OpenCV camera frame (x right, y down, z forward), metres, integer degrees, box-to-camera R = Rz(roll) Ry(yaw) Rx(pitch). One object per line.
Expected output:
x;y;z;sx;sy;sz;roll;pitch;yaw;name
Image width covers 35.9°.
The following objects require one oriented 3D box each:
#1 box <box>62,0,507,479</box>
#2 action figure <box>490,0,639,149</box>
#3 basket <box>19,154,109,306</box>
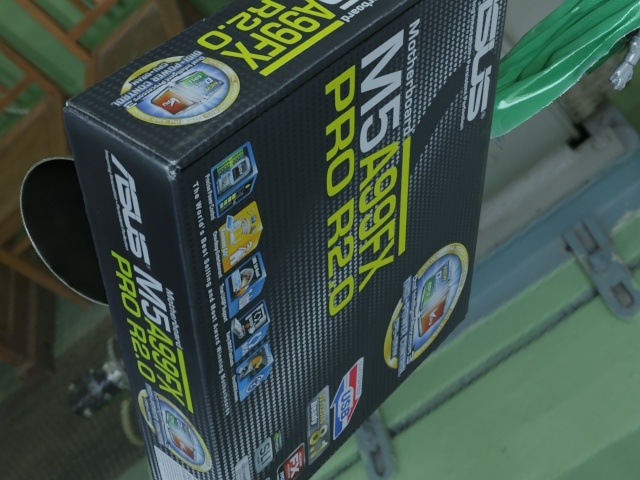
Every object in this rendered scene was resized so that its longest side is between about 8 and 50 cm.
0.000;0.000;0.484;0.060;0.270;0.216;31;52;28;box
0.227;-0.167;0.818;0.232;0.063;0.137;-35;31;13;action figure
-0.185;-0.038;1.131;0.204;0.227;0.154;29;120;22;basket
